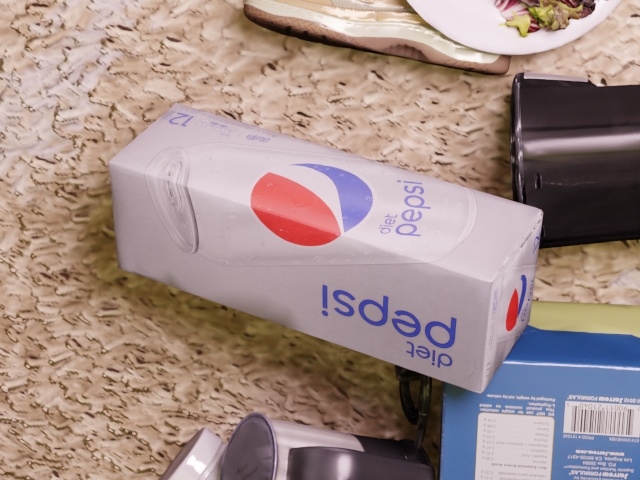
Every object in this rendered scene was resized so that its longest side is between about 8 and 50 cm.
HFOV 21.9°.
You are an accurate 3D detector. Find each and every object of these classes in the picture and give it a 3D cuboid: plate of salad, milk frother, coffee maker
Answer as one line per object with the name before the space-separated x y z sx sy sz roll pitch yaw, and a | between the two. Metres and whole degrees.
plate of salad | 0.135 -0.223 1.096 0.199 0.048 0.200 -2 100 -15
milk frother | 0.013 0.139 1.192 0.134 0.143 0.129 14 144 -29
coffee maker | 0.215 -0.055 1.097 0.178 0.171 0.120 -4 106 8

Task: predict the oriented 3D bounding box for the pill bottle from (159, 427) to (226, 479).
pill bottle | -0.045 0.216 1.251 0.160 0.087 0.087 38 107 -5

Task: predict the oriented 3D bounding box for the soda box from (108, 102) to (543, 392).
soda box | 0.000 0.000 1.121 0.286 0.091 0.098 18 130 21

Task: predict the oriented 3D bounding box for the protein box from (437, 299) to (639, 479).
protein box | 0.184 0.160 1.184 0.199 0.136 0.201 3 107 5

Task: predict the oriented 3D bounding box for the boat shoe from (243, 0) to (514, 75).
boat shoe | 0.043 -0.165 1.145 0.190 0.068 0.072 10 95 -9
